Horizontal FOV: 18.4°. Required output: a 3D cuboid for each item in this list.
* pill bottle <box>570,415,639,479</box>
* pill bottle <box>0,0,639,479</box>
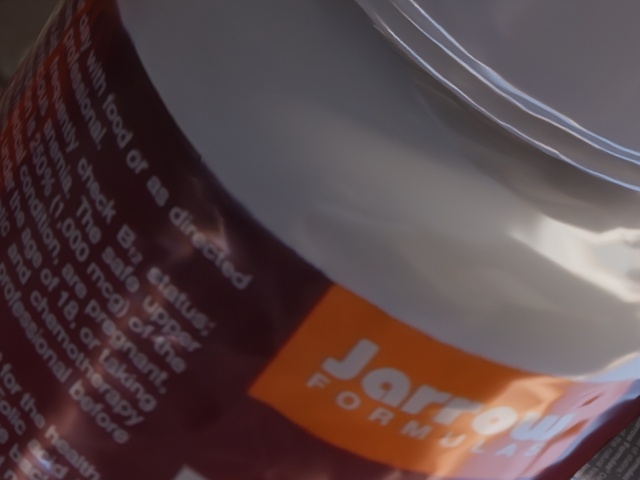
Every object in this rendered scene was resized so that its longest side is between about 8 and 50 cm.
[{"bbox_3d":[0.289,0.134,1.468,0.363,0.210,0.210,28,-130,-4],"label":"pill bottle"},{"bbox_3d":[0.000,0.000,0.638,0.392,0.224,0.224,-51,-159,38],"label":"pill bottle"}]
